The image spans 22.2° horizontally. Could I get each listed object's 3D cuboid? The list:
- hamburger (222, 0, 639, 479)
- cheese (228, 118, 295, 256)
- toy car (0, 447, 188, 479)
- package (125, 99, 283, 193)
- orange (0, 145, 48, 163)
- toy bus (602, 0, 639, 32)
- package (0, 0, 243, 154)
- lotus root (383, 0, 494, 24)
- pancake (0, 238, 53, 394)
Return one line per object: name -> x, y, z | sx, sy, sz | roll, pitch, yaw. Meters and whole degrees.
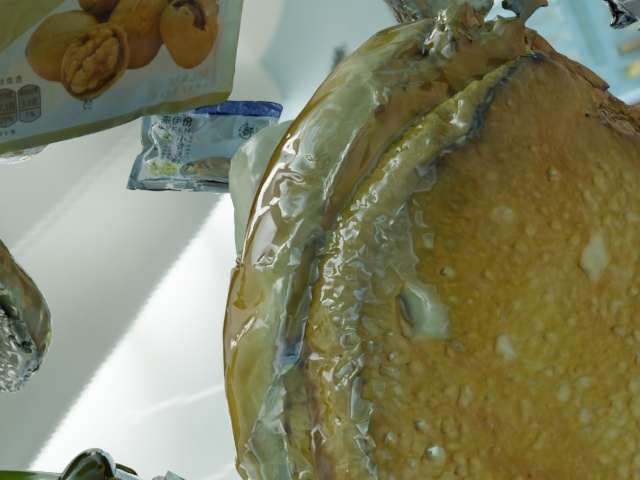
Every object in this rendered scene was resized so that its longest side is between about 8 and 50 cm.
hamburger -> 0.088, 0.036, 0.858 | 0.290, 0.170, 0.314 | 21, -97, -40
cheese -> 0.002, -0.001, 1.732 | 0.251, 0.174, 0.247 | -107, 9, -50
toy car -> -0.207, 0.253, 1.137 | 0.198, 0.247, 0.204 | 27, 178, -5
package -> -0.145, -0.115, 2.017 | 0.173, 0.171, 0.027 | 111, 157, -50
orange -> -0.411, -0.203, 2.058 | 0.219, 0.193, 0.219 | 42, 151, 30
toy bus -> 0.379, -0.231, 1.580 | 0.317, 0.112, 0.138 | 36, -116, -25
package -> -0.228, -0.212, 1.355 | 0.165, 0.311, 0.221 | 33, 128, 36
lotus root -> 0.113, -0.329, 1.621 | 0.074, 0.170, 0.260 | 146, 123, -89
pancake -> -0.439, 0.027, 1.609 | 0.387, 0.387, 0.082 | 57, -137, -39
